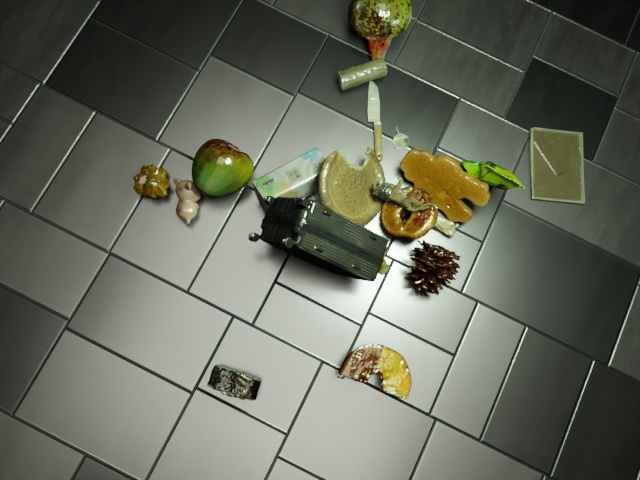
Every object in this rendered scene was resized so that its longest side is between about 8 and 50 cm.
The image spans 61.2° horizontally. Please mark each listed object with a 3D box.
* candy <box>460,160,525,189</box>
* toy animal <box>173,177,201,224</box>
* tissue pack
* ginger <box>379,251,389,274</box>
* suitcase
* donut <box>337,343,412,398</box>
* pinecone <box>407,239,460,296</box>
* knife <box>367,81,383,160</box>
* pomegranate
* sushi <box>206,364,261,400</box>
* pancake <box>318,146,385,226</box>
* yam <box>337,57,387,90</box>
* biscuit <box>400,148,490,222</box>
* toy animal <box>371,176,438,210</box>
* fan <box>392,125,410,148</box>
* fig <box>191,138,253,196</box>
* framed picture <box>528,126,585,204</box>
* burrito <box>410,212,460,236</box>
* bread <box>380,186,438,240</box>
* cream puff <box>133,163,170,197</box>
[{"bbox_3d":[0.538,-0.205,1.705,0.149,0.246,0.069,22,97,-6],"label":"candy"},{"bbox_3d":[-0.418,-0.125,1.694,0.084,0.089,0.150,-3,93,13],"label":"toy animal"},{"bbox_3d":[-0.071,-0.151,1.678,0.230,0.159,0.145,-29,69,-10],"label":"tissue pack"},{"bbox_3d":[0.197,0.078,1.723,0.048,0.030,0.097,23,80,3],"label":"ginger"},{"bbox_3d":[0.000,0.000,1.564,0.335,0.230,0.152,26,81,-32],"label":"suitcase"},{"bbox_3d":[0.172,0.388,1.631,0.217,0.085,0.141,24,78,0],"label":"donut"},{"bbox_3d":[0.341,0.092,1.672,0.163,0.163,0.165,20,94,0],"label":"pinecone"},{"bbox_3d":[0.182,-0.410,1.829,0.047,0.017,0.297,-2,79,3],"label":"knife"},{"bbox_3d":[0.196,-0.727,1.825,0.214,0.214,0.247,-1,116,-4],"label":"pomegranate"},{"bbox_3d":[-0.254,0.423,1.594,0.151,0.090,0.078,17,74,1],"label":"sushi"},{"bbox_3d":[0.107,-0.175,1.680,0.288,0.033,0.286,41,65,-38],"label":"pancake"},{"bbox_3d":[0.138,-0.565,1.832,0.170,0.068,0.068,-22,81,-9],"label":"yam"},{"bbox_3d":[0.390,-0.185,1.727,0.295,0.186,0.044,40,40,1],"label":"biscuit"},{"bbox_3d":[0.266,-0.142,1.678,0.220,0.069,0.086,23,92,27],"label":"toy animal"},{"bbox_3d":[0.276,-0.345,1.829,0.060,0.003,0.080,13,78,-2],"label":"fan"},{"bbox_3d":[-0.310,-0.220,1.676,0.181,0.181,0.191,39,77,4],"label":"fig"},{"bbox_3d":[0.804,-0.255,1.836,0.189,0.023,0.259,4,78,-3],"label":"framed picture"},{"bbox_3d":[0.369,-0.067,1.761,0.171,0.042,0.051,29,86,0],"label":"burrito"},{"bbox_3d":[0.282,-0.087,1.719,0.193,0.064,0.193,-10,64,21],"label":"bread"},{"bbox_3d":[-0.530,-0.184,1.697,0.116,0.094,0.122,-27,86,-6],"label":"cream puff"}]
